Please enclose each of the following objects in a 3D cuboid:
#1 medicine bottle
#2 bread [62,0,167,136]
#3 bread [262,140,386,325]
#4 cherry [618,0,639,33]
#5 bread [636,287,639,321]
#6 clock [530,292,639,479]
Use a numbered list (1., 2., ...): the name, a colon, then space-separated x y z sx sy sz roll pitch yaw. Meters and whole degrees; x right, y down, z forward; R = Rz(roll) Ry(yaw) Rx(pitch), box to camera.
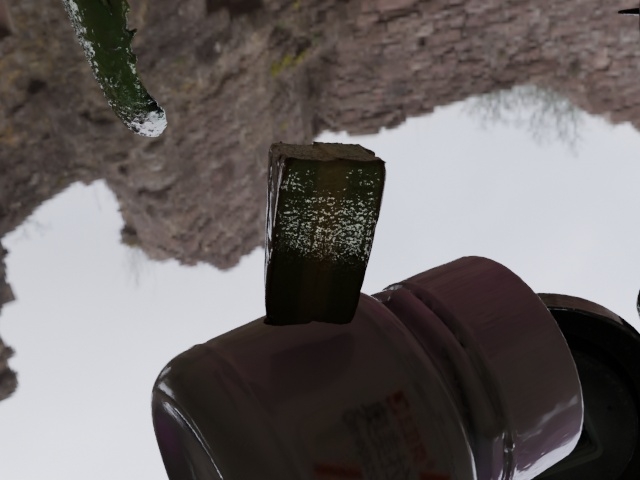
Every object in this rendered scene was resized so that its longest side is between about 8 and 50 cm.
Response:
1. medicine bottle: 0.039 0.155 0.853 0.301 0.241 0.241 -22 -143 -24
2. bread: -0.172 -0.204 0.717 0.045 0.301 0.301 -22 -144 -7
3. bread: 0.000 0.005 0.717 0.074 0.139 0.084 2 -167 -10
4. cherry: 0.285 -0.157 0.666 0.176 0.140 0.176 -7 -160 2
5. bread: 0.645 0.095 1.713 0.232 0.064 0.172 -31 -124 -3
6. clock: 0.318 0.258 1.485 0.386 0.386 0.076 -4 -161 6
